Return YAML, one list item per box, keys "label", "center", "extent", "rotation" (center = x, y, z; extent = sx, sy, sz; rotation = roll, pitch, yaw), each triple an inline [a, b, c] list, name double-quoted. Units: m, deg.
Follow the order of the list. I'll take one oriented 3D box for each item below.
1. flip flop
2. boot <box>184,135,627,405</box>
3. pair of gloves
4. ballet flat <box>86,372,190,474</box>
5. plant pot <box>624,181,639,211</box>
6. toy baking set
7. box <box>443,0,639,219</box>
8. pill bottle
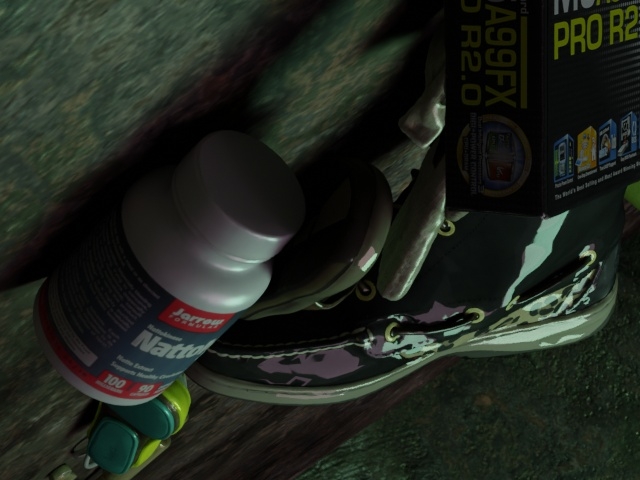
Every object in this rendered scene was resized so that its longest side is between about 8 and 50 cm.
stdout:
- label: "flip flop"
  center: [0.000, 0.000, 1.252]
  extent: [0.080, 0.112, 0.277]
  rotation: [13, 171, -19]
- label: "boot"
  center: [0.080, -0.023, 1.425]
  extent: [0.377, 0.138, 0.284]
  rotation: [-7, 139, -18]
- label: "pair of gloves"
  center: [0.094, -0.103, 1.176]
  extent: [0.204, 0.042, 0.240]
  rotation: [-56, -168, 45]
- label: "ballet flat"
  center: [-0.157, 0.143, 1.691]
  extent: [0.077, 0.077, 0.231]
  rotation: [-54, -178, -27]
- label: "plant pot"
  center: [0.413, -0.086, 1.850]
  extent: [0.275, 0.293, 0.275]
  rotation: [-34, 169, -7]
- label: "toy baking set"
  center: [-0.219, 0.228, 1.939]
  extent: [0.256, 0.030, 0.197]
  rotation: [-40, 169, 23]
- label: "box"
  center: [0.154, -0.140, 1.047]
  extent: [0.060, 0.216, 0.270]
  rotation: [7, -166, 31]
- label: "pill bottle"
  center: [-0.093, 0.016, 1.196]
  extent: [0.108, 0.108, 0.180]
  rotation: [-23, 163, -51]
